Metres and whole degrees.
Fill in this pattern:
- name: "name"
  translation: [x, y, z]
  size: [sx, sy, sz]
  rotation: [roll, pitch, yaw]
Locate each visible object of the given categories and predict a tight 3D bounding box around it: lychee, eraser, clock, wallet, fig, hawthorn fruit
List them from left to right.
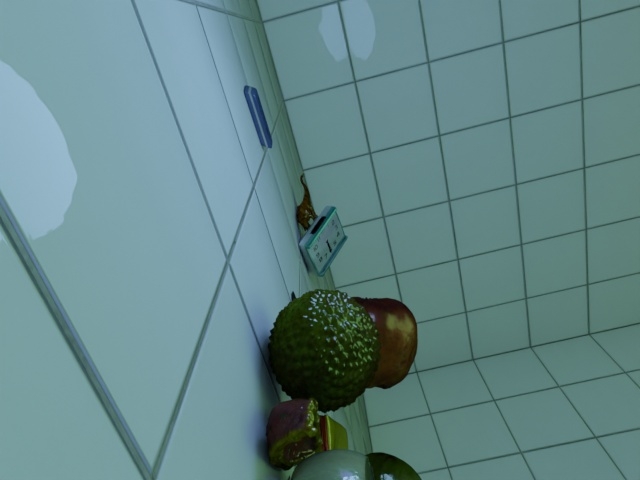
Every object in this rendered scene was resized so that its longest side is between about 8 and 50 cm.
- name: "eraser"
  translation: [-0.221, -0.441, 1.700]
  size: [0.082, 0.036, 0.225]
  rotation: [-94, 170, -56]
- name: "clock"
  translation: [0.000, 0.000, 2.226]
  size: [0.262, 0.116, 0.231]
  rotation: [-57, 143, -29]
- name: "lychee"
  translation: [0.011, 0.242, 1.066]
  size: [0.320, 0.269, 0.270]
  rotation: [128, -49, -70]
- name: "wallet"
  translation: [0.033, 0.639, 1.480]
  size: [0.241, 0.067, 0.141]
  rotation: [63, 18, -54]
- name: "hawthorn fruit"
  translation: [0.245, 0.484, 2.272]
  size: [0.472, 0.471, 0.472]
  rotation: [-14, 90, -86]
- name: "fig"
  translation: [0.206, 0.892, 1.595]
  size: [0.316, 0.316, 0.316]
  rotation: [-14, 90, -86]

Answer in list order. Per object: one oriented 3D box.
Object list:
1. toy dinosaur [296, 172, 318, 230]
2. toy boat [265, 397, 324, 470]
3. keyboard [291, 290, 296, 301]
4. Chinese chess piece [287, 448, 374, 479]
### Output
- name: "toy dinosaur"
  translation: [-0.070, -0.144, 2.394]
  size: [0.432, 0.097, 0.208]
  rotation: [-98, 168, -54]
- name: "toy boat"
  translation: [-0.043, 0.369, 0.905]
  size: [0.141, 0.099, 0.318]
  rotation: [-51, 159, -23]
- name: "keyboard"
  translation: [-0.075, 0.239, 1.621]
  size: [0.053, 0.010, 0.155]
  rotation: [-98, 173, -46]
- name: "Chinese chess piece"
  translation: [0.030, 0.554, 0.826]
  size: [0.349, 0.146, 0.350]
  rotation: [-7, 90, -83]
